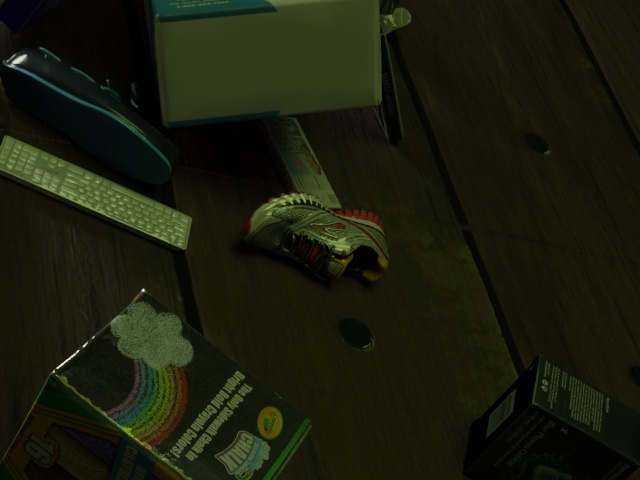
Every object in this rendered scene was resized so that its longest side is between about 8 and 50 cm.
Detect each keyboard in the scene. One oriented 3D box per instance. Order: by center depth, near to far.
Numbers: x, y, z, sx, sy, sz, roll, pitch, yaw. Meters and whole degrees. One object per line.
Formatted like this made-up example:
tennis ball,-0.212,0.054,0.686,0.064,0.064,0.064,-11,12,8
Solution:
keyboard,-0.279,-0.058,1.684,0.256,0.014,0.072,24,38,-15

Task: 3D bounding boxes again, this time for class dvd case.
dvd case,0.074,-0.286,2.049,0.030,0.238,0.179,-19,53,-3

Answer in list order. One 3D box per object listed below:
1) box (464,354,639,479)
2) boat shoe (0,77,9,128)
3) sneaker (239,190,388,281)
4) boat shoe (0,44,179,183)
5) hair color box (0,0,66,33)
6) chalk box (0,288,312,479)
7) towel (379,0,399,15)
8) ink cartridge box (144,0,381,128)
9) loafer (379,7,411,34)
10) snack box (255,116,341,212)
box,0.287,0.250,1.667,0.158,0.156,0.093,30,38,-8
boat shoe,-0.480,-0.266,1.693,0.342,0.123,0.123,52,10,29
sneaker,0.000,0.000,1.775,0.225,0.088,0.092,9,46,-31
boat shoe,-0.281,-0.175,1.728,0.258,0.109,0.089,37,48,-2
hair color box,-0.384,-0.445,1.924,0.185,0.110,0.339,45,35,-7
chalk box,-0.141,0.229,1.345,0.289,0.179,0.180,39,36,3
towel,0.032,-0.475,2.134,0.235,0.283,0.121,29,71,7
ink cartridge box,-0.095,-0.326,1.846,0.285,0.166,0.395,-7,34,-7
loafer,0.095,-0.359,2.284,0.125,0.039,0.045,-19,86,-30
snack box,-0.032,-0.108,1.921,0.064,0.022,0.178,1,49,-36
